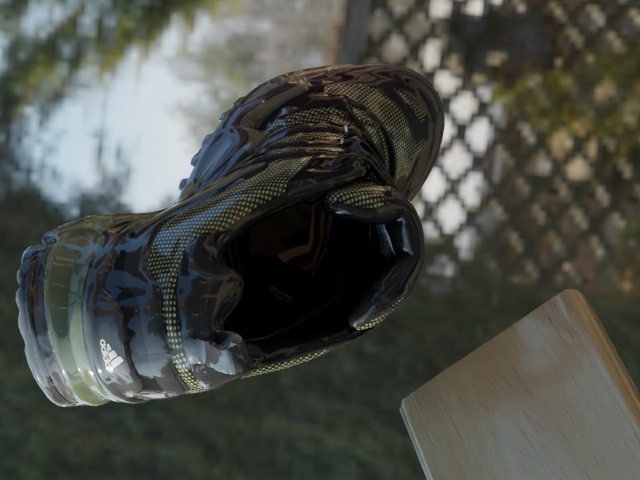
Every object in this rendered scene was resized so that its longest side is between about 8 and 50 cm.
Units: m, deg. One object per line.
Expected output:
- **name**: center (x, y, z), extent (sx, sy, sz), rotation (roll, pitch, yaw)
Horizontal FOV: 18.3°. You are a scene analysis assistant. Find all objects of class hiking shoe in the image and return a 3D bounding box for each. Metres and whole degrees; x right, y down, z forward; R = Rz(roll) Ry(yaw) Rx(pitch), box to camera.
- **hiking shoe**: center (0.000, 0.000, 0.714), extent (0.227, 0.114, 0.086), rotation (-39, -54, -46)

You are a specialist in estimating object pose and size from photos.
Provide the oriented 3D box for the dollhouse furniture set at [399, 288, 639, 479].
- **dollhouse furniture set**: center (0.074, 0.101, 0.566), extent (0.161, 0.212, 0.242), rotation (45, -165, -39)
